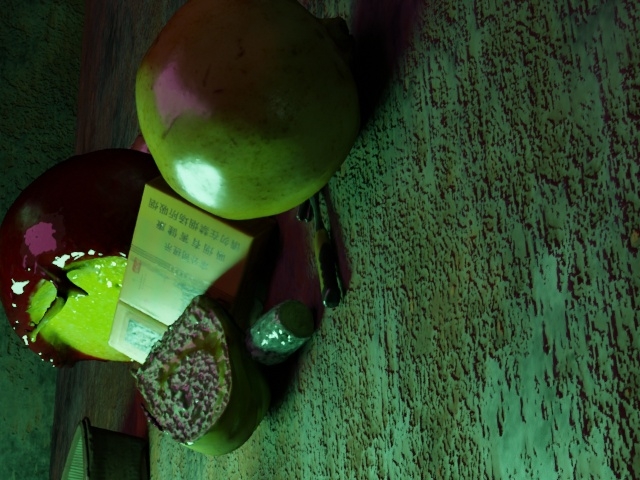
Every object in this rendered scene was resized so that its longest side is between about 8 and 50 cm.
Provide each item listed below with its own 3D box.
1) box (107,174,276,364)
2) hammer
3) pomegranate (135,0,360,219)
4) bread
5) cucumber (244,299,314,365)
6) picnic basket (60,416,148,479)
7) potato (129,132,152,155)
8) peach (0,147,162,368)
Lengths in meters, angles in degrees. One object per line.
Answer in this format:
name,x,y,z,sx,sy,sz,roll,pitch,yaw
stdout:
box,-0.180,0.062,1.657,0.076,0.174,0.274,-36,-31,-57
hammer,0.000,0.000,1.381,0.201,0.021,0.078,-99,24,-44
pomegranate,-0.076,-0.156,1.312,0.264,0.264,0.264,-172,90,-72
bread,-0.138,0.171,1.535,0.158,0.156,0.261,-48,46,6
cucumber,-0.050,0.108,1.423,0.112,0.064,0.064,132,142,-60
picnic basket,-0.405,0.481,2.237,0.297,0.129,0.223,115,154,-44
potato,-0.280,-0.122,2.113,0.235,0.128,0.161,134,146,-69
peach,-0.348,0.017,1.918,0.406,0.335,0.310,123,143,-56
